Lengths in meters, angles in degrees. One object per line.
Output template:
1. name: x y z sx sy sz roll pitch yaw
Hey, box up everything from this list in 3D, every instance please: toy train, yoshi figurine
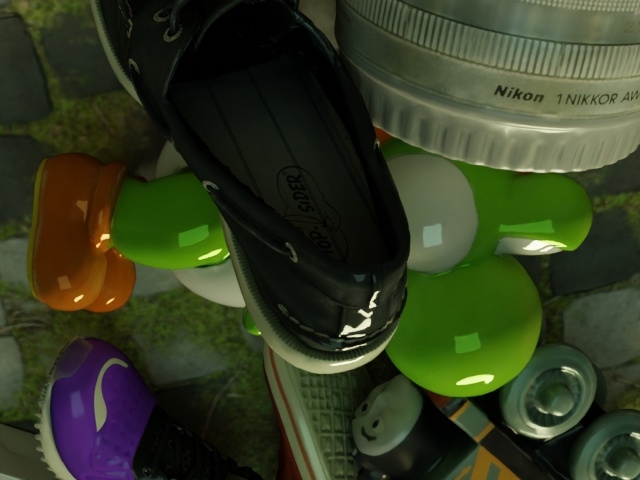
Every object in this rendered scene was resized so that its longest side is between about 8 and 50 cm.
1. toy train: 0.174 0.187 1.031 0.190 0.142 0.334 -46 117 4
2. yoshi figurine: 0.000 0.027 0.875 0.362 0.203 0.203 -1 135 2

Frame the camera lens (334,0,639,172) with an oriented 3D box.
1. camera lens: 0.126 -0.205 0.755 0.219 0.219 0.274 4 121 -10

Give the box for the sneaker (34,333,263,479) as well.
1. sneaker: -0.107 0.185 1.003 0.146 0.102 0.293 2 133 23

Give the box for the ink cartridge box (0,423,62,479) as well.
1. ink cartridge box: -0.268 0.243 1.066 0.104 0.060 0.180 21 116 -20

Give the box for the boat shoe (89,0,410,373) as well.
1. boat shoe: -0.042 -0.093 0.747 0.127 0.340 0.113 -15 159 -18

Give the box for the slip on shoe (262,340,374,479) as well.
1. slip on shoe: 0.000 0.203 1.055 0.101 0.123 0.331 -1 121 24
